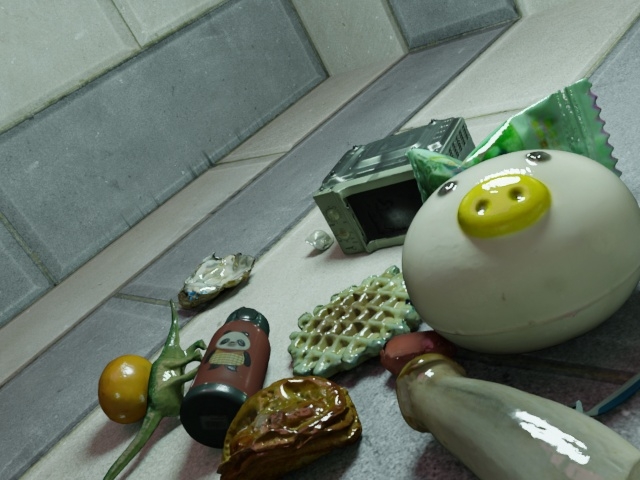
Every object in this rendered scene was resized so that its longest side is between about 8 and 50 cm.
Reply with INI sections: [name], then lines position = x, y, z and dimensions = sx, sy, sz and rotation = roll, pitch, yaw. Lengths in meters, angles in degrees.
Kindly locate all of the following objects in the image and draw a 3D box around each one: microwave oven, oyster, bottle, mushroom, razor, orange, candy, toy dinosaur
[microwave oven]
position = 0.201, -0.146, 1.618
dimensions = 0.354, 0.219, 0.286
rotation = -12, 29, 37
[oyster]
position = -0.296, 0.114, 1.856
dimensions = 0.222, 0.083, 0.214
rotation = 3, 42, 44
[bottle]
position = -0.182, 0.263, 1.325
dimensions = 0.143, 0.144, 0.336
rotation = -24, 21, 15
[mushroom]
position = 0.258, 0.259, 0.815
dimensions = 0.154, 0.137, 0.407
rotation = -47, 32, -9
[razor]
position = 0.418, 0.194, 0.875
dimensions = 0.191, 0.037, 0.068
rotation = -30, -20, -11
[orange]
position = -0.434, 0.338, 1.458
dimensions = 0.123, 0.156, 0.156
rotation = -4, 27, 7
[candy]
position = 0.390, -0.131, 1.300
dimensions = 0.397, 0.263, 0.172
rotation = -20, 12, 23
[toy dinosaur]
position = -0.378, 0.340, 1.387
dimensions = 0.300, 0.087, 0.447
rotation = -27, 45, -1

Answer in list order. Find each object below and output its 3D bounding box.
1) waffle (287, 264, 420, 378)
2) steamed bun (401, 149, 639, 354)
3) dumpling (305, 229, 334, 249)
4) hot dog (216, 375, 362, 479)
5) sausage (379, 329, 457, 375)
[waffle]
position = 0.069, 0.171, 1.314
dimensions = 0.309, 0.056, 0.292
rotation = -27, 21, 8
[steamed bun]
position = 0.314, 0.018, 1.020
dimensions = 0.373, 0.334, 0.334
rotation = -18, 25, 15
[dumpling]
position = 0.001, -0.002, 1.774
dimensions = 0.057, 0.076, 0.052
rotation = 24, 91, 42
[hot dog]
position = -0.067, 0.319, 1.073
dimensions = 0.258, 0.114, 0.175
rotation = -25, 26, 0
[sausage]
position = 0.172, 0.197, 1.123
dimensions = 0.141, 0.076, 0.076
rotation = -15, 27, 35
